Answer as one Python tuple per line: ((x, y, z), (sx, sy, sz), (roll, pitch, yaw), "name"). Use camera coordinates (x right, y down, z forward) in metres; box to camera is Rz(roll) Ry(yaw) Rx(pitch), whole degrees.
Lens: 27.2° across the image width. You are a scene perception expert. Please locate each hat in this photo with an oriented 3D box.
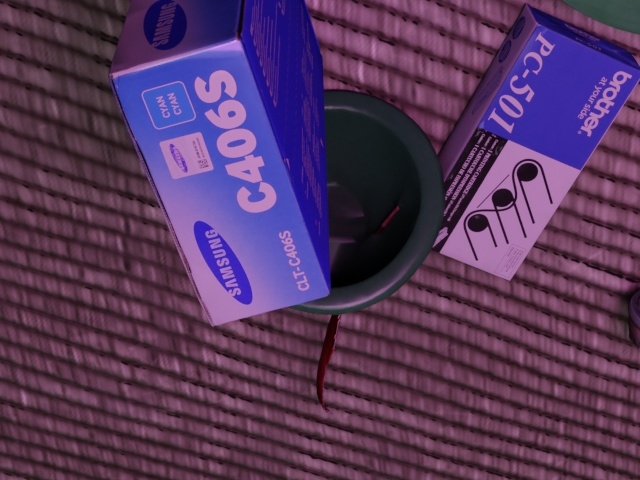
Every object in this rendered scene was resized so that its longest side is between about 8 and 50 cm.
((0.000, 0.000, 1.097), (0.173, 0.183, 0.208), (34, 78, 8), "hat")

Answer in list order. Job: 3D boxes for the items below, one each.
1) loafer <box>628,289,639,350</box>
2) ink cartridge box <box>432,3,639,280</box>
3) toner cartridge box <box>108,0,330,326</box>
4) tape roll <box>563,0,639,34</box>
((0.391, 0.088, 1.130), (0.268, 0.096, 0.084), (0, 126, -4), "loafer")
((0.156, -0.073, 1.050), (0.097, 0.046, 0.207), (22, 117, -16), "ink cartridge box")
((-0.053, -0.114, 0.844), (0.075, 0.348, 0.165), (-16, 119, 8), "toner cartridge box")
((0.263, -0.300, 0.904), (0.321, 0.077, 0.321), (-1, 121, -2), "tape roll")
